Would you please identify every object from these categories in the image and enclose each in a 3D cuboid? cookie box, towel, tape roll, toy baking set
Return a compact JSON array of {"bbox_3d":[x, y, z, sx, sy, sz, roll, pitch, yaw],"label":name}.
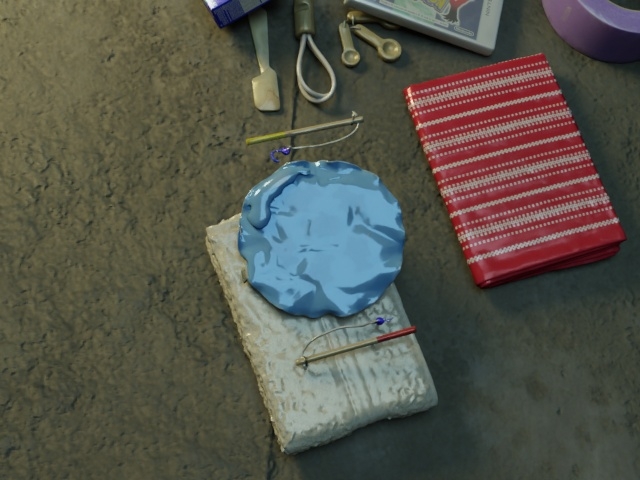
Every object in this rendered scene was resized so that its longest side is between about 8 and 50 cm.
[{"bbox_3d":[-0.100,-0.323,1.288,0.107,0.040,0.092,-30,61,-2],"label":"cookie box"},{"bbox_3d":[-0.003,0.082,1.185,0.187,0.049,0.282,-17,74,-12],"label":"towel"},{"bbox_3d":[0.234,-0.087,1.290,0.198,0.031,0.275,-15,72,-12],"label":"towel"},{"bbox_3d":[0.388,-0.331,1.373,0.188,0.080,0.189,3,70,-9],"label":"tape roll"},{"bbox_3d":[-0.007,-0.275,1.316,0.256,0.030,0.197,-34,79,-18],"label":"toy baking set"}]

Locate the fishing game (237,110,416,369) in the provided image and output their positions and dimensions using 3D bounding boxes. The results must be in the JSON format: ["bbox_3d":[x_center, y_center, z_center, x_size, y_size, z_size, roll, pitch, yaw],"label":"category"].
[{"bbox_3d":[0.000,0.000,1.169,0.189,0.041,0.264,-16,79,-5],"label":"fishing game"}]

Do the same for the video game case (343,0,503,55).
[{"bbox_3d":[0.143,-0.348,1.357,0.201,0.023,0.184,17,69,-10],"label":"video game case"}]
